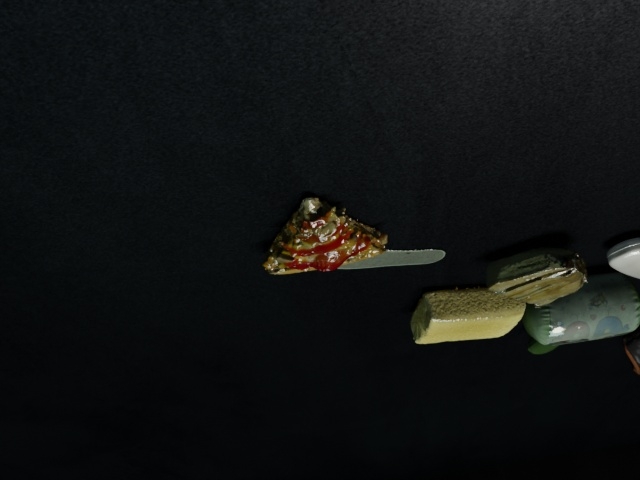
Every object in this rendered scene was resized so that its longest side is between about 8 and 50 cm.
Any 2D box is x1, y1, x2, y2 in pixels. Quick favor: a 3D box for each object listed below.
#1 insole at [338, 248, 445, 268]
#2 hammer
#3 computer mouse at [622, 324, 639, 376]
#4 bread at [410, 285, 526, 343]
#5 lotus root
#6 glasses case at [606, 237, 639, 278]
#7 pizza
[{"bbox_3d":[0.090,0.029,1.488,0.232,0.003,0.080,0,154,-19],"label":"insole"},{"bbox_3d":[0.459,0.157,1.790,0.206,0.119,0.335,-6,162,-6],"label":"hammer"},{"bbox_3d":[0.756,0.232,2.037,0.183,0.116,0.323,-22,152,15],"label":"computer mouse"},{"bbox_3d":[0.264,0.133,1.701,0.188,0.068,0.125,-4,155,-14],"label":"bread"},{"bbox_3d":[0.366,0.048,1.551,0.144,0.070,0.143,-24,146,38],"label":"lotus root"},{"bbox_3d":[0.562,0.034,1.609,0.197,0.049,0.076,14,148,-40],"label":"glasses case"},{"bbox_3d":[0.000,0.000,1.328,0.188,0.062,0.199,-13,154,4],"label":"pizza"}]
